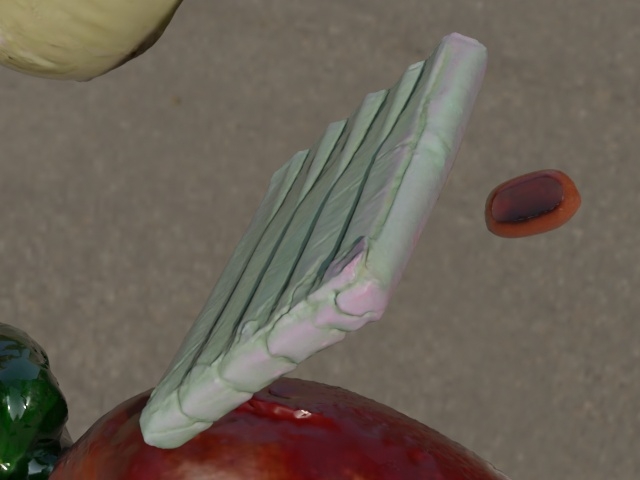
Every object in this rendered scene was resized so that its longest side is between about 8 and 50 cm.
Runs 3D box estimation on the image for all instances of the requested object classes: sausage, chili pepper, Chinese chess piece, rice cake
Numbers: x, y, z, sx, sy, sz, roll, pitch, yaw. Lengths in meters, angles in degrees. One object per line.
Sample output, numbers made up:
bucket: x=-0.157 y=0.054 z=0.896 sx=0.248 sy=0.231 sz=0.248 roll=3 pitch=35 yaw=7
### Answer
sausage: x=0.200 y=-0.034 z=1.771 sx=0.094 sy=0.054 sz=0.059 roll=-17 pitch=73 yaw=13
chili pepper: x=-0.293 y=0.139 z=1.484 sx=0.174 sy=0.165 sz=0.261 roll=-12 pitch=15 yaw=-22
Chinese chess piece: x=-0.134 y=-0.219 z=1.095 sx=0.104 sy=0.257 sz=0.257 roll=25 pitch=30 yaw=-28
rice cake: x=0.000 y=0.000 z=0.954 sx=0.037 sy=0.189 sz=0.198 roll=41 pitch=40 yaw=-15

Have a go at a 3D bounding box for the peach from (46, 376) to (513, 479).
peach: x=0.014 y=0.277 z=1.096 sx=0.416 sy=0.339 sz=0.353 roll=30 pitch=-10 yaw=-23
